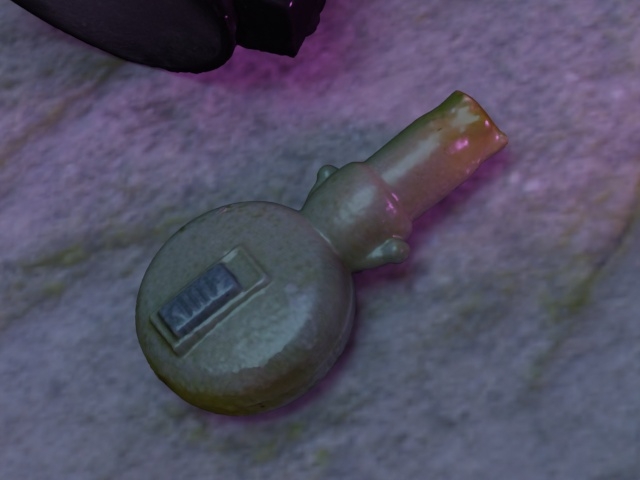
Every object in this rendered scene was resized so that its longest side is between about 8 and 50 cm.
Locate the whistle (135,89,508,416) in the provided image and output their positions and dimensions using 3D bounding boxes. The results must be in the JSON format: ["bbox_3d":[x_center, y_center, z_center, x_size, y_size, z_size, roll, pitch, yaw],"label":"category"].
[{"bbox_3d":[0.000,0.000,0.876,0.198,0.057,0.104,-39,54,-1],"label":"whistle"}]

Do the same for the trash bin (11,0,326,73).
[{"bbox_3d":[-0.059,-0.264,0.973,0.252,0.203,0.301,24,71,14],"label":"trash bin"}]
